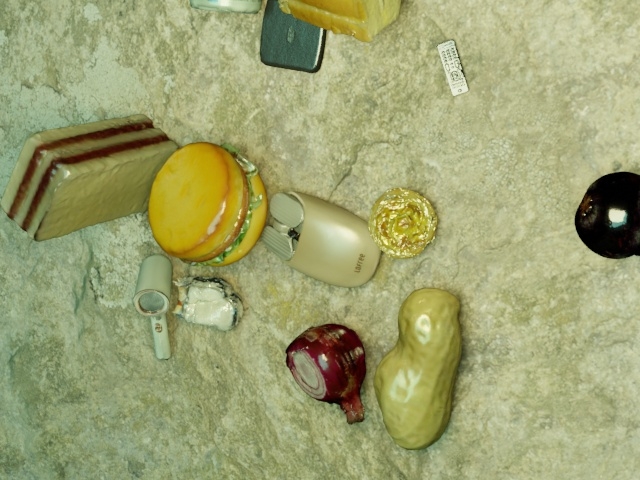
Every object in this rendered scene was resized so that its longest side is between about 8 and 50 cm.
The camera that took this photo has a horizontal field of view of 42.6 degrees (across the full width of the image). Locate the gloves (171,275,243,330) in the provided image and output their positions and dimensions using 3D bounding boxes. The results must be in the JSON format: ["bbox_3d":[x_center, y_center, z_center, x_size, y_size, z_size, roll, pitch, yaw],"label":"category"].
[{"bbox_3d":[-0.228,0.124,1.692,0.153,0.070,0.114,11,101,24],"label":"gloves"}]

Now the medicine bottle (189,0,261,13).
[{"bbox_3d":[-0.166,-0.495,1.465,0.135,0.135,0.169,12,108,24],"label":"medicine bottle"}]

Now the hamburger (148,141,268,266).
[{"bbox_3d":[-0.201,-0.066,1.566,0.246,0.170,0.246,-13,68,35],"label":"hamburger"}]

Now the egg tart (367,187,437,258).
[{"bbox_3d":[0.148,-0.033,1.466,0.128,0.049,0.129,4,102,18],"label":"egg tart"}]

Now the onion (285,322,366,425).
[{"bbox_3d":[0.035,0.244,1.549,0.198,0.135,0.173,51,156,4],"label":"onion"}]

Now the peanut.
[{"bbox_3d":[0.173,0.233,1.476,0.147,0.147,0.319,15,112,23],"label":"peanut"}]

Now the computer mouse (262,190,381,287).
[{"bbox_3d":[0.000,0.000,1.537,0.236,0.082,0.145,27,114,18],"label":"computer mouse"}]

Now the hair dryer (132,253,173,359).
[{"bbox_3d":[-0.340,0.158,1.751,0.073,0.131,0.236,-5,125,-1],"label":"hair dryer"}]

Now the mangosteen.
[{"bbox_3d":[0.476,-0.036,1.271,0.151,0.137,0.137,12,112,-12],"label":"mangosteen"}]

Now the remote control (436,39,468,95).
[{"bbox_3d":[0.224,-0.291,1.385,0.034,0.016,0.091,-17,95,13],"label":"remote control"}]

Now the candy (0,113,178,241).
[{"bbox_3d":[-0.445,-0.129,1.597,0.135,0.320,0.179,40,121,16],"label":"candy"}]

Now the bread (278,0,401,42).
[{"bbox_3d":[0.000,-0.460,1.325,0.246,0.111,0.239,29,152,34],"label":"bread"}]

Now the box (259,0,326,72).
[{"bbox_3d":[-0.047,-0.374,1.499,0.125,0.027,0.126,15,108,20],"label":"box"}]
